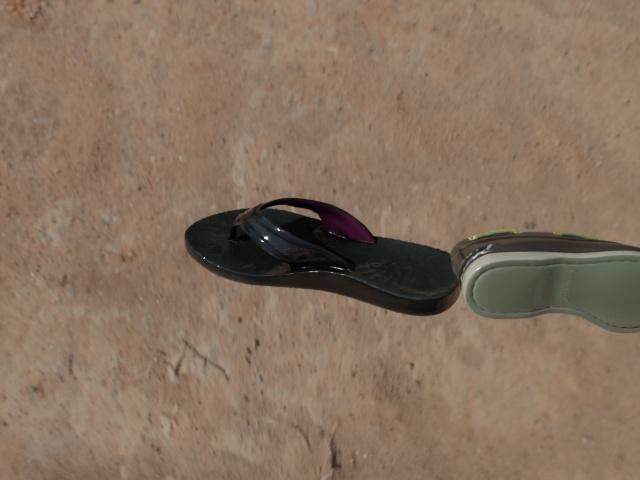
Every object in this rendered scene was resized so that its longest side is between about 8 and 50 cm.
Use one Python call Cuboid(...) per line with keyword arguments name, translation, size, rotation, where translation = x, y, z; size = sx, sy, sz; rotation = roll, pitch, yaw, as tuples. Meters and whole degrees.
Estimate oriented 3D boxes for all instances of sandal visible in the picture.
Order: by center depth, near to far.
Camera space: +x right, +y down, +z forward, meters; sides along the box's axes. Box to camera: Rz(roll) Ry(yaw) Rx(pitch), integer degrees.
Cuboid(name="sandal", translation=(0.002, -0.001, 1.572), size=(0.445, 0.107, 0.167), rotation=(10, 38, 17))

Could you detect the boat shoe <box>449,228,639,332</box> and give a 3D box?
Cuboid(name="boat shoe", translation=(0.228, 0.029, 0.912), size=(0.227, 0.081, 0.069), rotation=(6, 27, -14))
